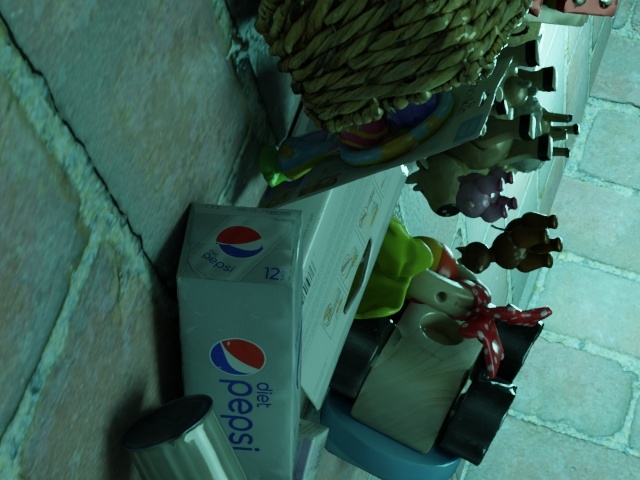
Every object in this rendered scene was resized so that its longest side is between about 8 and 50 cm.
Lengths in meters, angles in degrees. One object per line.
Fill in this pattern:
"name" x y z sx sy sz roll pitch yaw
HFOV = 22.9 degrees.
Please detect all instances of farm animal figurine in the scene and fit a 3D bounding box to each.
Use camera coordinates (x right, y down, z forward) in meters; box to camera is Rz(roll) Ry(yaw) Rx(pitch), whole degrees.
"farm animal figurine" 0.178 -0.124 1.917 0.330 0.172 0.327 59 38 -44

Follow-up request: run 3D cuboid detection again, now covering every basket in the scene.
"basket" 0.049 -0.262 1.328 0.223 0.213 0.299 57 38 -21

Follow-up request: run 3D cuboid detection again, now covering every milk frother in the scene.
"milk frother" -0.132 0.218 1.303 0.143 0.129 0.135 -33 107 -26

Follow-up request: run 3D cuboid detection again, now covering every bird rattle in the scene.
"bird rattle" 0.136 0.041 1.838 0.207 0.253 0.143 -112 -140 -66

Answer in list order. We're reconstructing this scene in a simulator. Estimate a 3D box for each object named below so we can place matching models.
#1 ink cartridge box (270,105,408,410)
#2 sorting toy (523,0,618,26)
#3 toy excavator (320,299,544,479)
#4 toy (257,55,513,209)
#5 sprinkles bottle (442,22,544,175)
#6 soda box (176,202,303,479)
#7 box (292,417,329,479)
"ink cartridge box" 0.000 0.000 1.601 0.261 0.066 0.296 67 42 -68
"sorting toy" 0.271 -0.382 1.880 0.255 0.089 0.257 -1 111 -36
"toy excavator" 0.110 0.221 2.075 0.433 0.222 0.445 -55 170 -53
"toy" 0.042 -0.105 1.379 0.056 0.237 0.137 53 36 -21
"sprinkles bottle" 0.234 -0.247 2.101 0.121 0.121 0.355 -57 158 -49
"soda box" -0.066 0.101 1.364 0.286 0.098 0.091 91 4 -45
"box" -0.064 0.354 1.756 0.067 0.063 0.324 -16 122 -72
